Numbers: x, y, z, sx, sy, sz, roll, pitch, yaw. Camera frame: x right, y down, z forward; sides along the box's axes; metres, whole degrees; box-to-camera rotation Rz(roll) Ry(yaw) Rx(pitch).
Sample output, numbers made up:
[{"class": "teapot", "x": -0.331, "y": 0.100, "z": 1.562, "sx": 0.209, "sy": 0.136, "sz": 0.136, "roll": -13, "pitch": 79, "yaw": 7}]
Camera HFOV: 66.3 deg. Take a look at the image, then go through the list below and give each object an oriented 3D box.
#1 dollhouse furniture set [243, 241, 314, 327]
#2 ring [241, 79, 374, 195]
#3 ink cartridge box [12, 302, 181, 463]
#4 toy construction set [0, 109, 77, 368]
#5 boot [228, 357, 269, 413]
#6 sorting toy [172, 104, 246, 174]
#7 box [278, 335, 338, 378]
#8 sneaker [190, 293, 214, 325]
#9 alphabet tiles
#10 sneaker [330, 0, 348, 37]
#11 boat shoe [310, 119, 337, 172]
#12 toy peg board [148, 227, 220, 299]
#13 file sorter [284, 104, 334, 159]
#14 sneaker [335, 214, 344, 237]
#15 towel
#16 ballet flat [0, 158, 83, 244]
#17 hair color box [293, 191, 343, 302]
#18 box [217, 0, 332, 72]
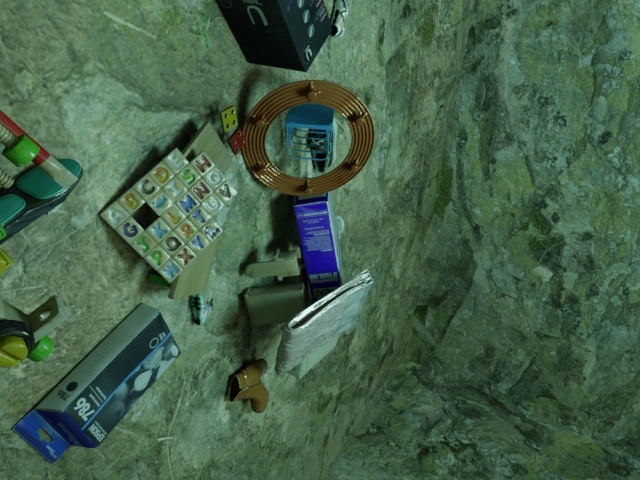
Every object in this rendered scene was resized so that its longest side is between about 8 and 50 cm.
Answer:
[{"class": "dollhouse furniture set", "x": -0.123, "y": 0.106, "z": 1.563, "sx": 0.355, "sy": 0.174, "sz": 0.303, "roll": -85, "pitch": 167, "yaw": -64}, {"class": "ring", "x": -0.028, "y": -0.238, "z": 1.226, "sx": 0.032, "sy": 0.337, "sz": 0.336, "roll": -100, "pitch": -178, "yaw": -47}, {"class": "ink cartridge box", "x": -0.444, "y": 0.303, "z": 1.025, "sx": 0.332, "sy": 0.065, "sz": 0.165, "roll": -51, "pitch": 149, "yaw": -35}, {"class": "toy construction set", "x": -0.415, "y": 0.020, "z": 0.615, "sx": 0.237, "sy": 0.258, "sz": 0.308, "roll": 52, "pitch": 58, "yaw": -40}, {"class": "boot", "x": -0.234, "y": 0.486, "z": 1.565, "sx": 0.152, "sy": 0.073, "sz": 0.197, "roll": -18, "pitch": 111, "yaw": -61}, {"class": "sorting toy", "x": -0.263, "y": -0.177, "z": 1.073, "sx": 0.274, "sy": 0.046, "sz": 0.132, "roll": -60, "pitch": 152, "yaw": -21}, {"class": "box", "x": -0.043, "y": 0.399, "z": 1.839, "sx": 0.275, "sy": 0.113, "sz": 0.094, "roll": -24, "pitch": 129, "yaw": -56}, {"class": "sneaker", "x": -0.297, "y": 0.163, "z": 1.256, "sx": 0.069, "sy": 0.038, "sz": 0.098, "roll": -42, "pitch": 152, "yaw": -48}, {"class": "alphabet tiles", "x": -0.286, "y": -0.062, "z": 0.998, "sx": 0.237, "sy": 0.009, "sz": 0.198, "roll": -48, "pitch": 122, "yaw": -18}, {"class": "sneaker", "x": 0.051, "y": -0.633, "z": 1.397, "sx": 0.044, "sy": 0.040, "sz": 0.109, "roll": -36, "pitch": 138, "yaw": -47}, {"class": "boat shoe", "x": 0.007, "y": -0.301, "z": 1.493, "sx": 0.070, "sy": 0.078, "sz": 0.219, "roll": -56, "pitch": 152, "yaw": -32}, {"class": "toy peg board", "x": -0.311, "y": 0.038, "z": 1.116, "sx": 0.161, "sy": 0.079, "sz": 0.161, "roll": -6, "pitch": 113, "yaw": -79}, {"class": "file sorter", "x": -0.024, "y": -0.302, "z": 1.316, "sx": 0.170, "sy": 0.118, "sz": 0.104, "roll": -81, "pitch": 175, "yaw": -51}, {"class": "sneaker", "x": 0.010, "y": 0.015, "z": 1.729, "sx": 0.132, "sy": 0.086, "sz": 0.228, "roll": 11, "pitch": 87, "yaw": -60}, {"class": "towel", "x": 0.006, "y": 0.255, "z": 1.470, "sx": 0.317, "sy": 0.053, "sz": 0.331, "roll": -29, "pitch": 155, "yaw": -27}, {"class": "ballet flat", "x": -0.456, "y": -0.055, "z": 0.760, "sx": 0.203, "sy": 0.074, "sz": 0.074, "roll": -55, "pitch": 151, "yaw": -42}, {"class": "hair color box", "x": 0.000, "y": 0.000, "z": 1.509, "sx": 0.185, "sy": 0.110, "sz": 0.338, "roll": -86, "pitch": 166, "yaw": -61}, {"class": "box", "x": -0.105, "y": -0.508, "z": 1.023, "sx": 0.143, "sy": 0.165, "sz": 0.270, "roll": -63, "pitch": 153, "yaw": -18}]
